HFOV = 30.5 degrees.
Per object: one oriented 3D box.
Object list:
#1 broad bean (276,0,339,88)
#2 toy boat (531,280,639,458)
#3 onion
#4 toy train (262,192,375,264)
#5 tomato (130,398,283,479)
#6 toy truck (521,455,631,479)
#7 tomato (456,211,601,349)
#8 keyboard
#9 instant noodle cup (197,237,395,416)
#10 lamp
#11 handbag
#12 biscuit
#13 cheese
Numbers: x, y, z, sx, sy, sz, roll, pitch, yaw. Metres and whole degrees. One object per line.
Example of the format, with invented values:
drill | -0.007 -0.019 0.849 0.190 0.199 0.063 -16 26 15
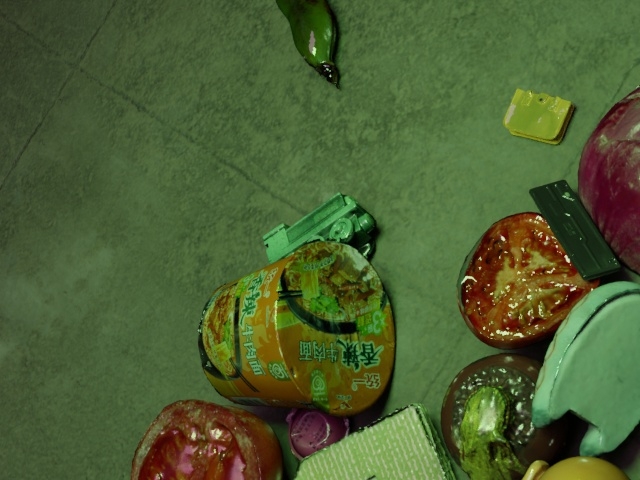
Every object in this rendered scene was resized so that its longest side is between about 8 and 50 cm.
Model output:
broad bean | -0.029 -0.370 1.829 0.077 0.061 0.339 -42 51 29
toy boat | 0.316 0.141 1.334 0.208 0.134 0.079 -61 14 -12
onion | 0.408 -0.101 1.376 0.250 0.111 0.248 -38 55 20
toy train | 0.000 0.000 1.654 0.170 0.071 0.111 -35 48 19
tomato | -0.132 0.318 1.570 0.233 0.139 0.201 8 85 35
toy truck | 0.223 0.339 1.238 0.189 0.264 0.239 33 102 38
tomato | 0.245 0.062 1.427 0.174 0.082 0.166 -35 55 -11
keyboard | 0.306 -0.014 1.415 0.053 0.010 0.155 -15 50 -10
instant noodle cup | -0.038 0.125 1.544 0.182 0.230 0.230 -15 63 42
lamp | 0.211 0.207 1.371 0.156 0.135 0.157 -43 52 11
handbag | 0.287 -0.163 1.540 0.083 0.027 0.061 18 82 37
biscuit | 0.054 0.319 1.480 0.250 0.046 0.147 -31 70 21
cheese | 0.011 0.264 1.555 0.145 0.038 0.095 35 94 32
